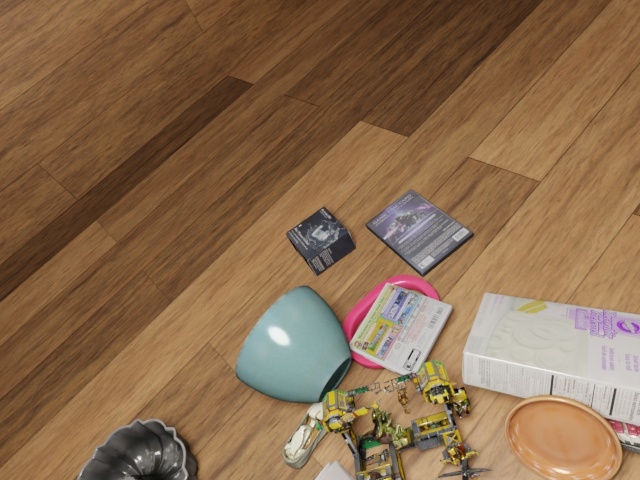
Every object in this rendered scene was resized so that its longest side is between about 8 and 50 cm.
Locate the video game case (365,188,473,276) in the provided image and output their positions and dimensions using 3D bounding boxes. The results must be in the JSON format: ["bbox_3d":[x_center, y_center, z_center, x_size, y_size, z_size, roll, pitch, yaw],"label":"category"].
[{"bbox_3d":[0.292,-0.032,1.386,0.196,0.026,0.274,-38,47,-7],"label":"video game case"}]

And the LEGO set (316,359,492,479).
[{"bbox_3d":[0.165,0.415,0.927,0.331,0.254,0.192,-13,26,5],"label":"LEGO set"}]

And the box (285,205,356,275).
[{"bbox_3d":[0.000,0.000,1.448,0.158,0.093,0.156,-35,47,-7],"label":"box"}]

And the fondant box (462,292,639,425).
[{"bbox_3d":[0.496,0.232,0.969,0.330,0.096,0.238,7,30,28],"label":"fondant box"}]

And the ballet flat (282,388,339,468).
[{"bbox_3d":[-0.018,0.449,1.110,0.072,0.068,0.213,19,63,36],"label":"ballet flat"}]

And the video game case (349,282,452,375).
[{"bbox_3d":[0.200,0.222,1.153,0.193,0.023,0.212,18,63,37],"label":"video game case"}]

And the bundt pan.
[{"bbox_3d":[-0.443,0.625,1.126,0.331,0.124,0.330,-12,49,15],"label":"bundt pan"}]

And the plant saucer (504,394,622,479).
[{"bbox_3d":[0.465,0.381,0.882,0.200,0.199,0.037,7,23,29],"label":"plant saucer"}]

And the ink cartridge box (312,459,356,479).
[{"bbox_3d":[0.051,0.586,0.657,0.395,0.166,0.285,41,92,19],"label":"ink cartridge box"}]

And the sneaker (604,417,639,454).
[{"bbox_3d":[0.646,0.388,0.834,0.299,0.112,0.121,5,14,40],"label":"sneaker"}]

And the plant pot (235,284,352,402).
[{"bbox_3d":[-0.038,0.285,1.130,0.195,0.290,0.290,33,71,23],"label":"plant pot"}]

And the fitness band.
[{"bbox_3d":[0.191,0.216,1.218,0.291,0.054,0.209,-40,45,-11],"label":"fitness band"}]
